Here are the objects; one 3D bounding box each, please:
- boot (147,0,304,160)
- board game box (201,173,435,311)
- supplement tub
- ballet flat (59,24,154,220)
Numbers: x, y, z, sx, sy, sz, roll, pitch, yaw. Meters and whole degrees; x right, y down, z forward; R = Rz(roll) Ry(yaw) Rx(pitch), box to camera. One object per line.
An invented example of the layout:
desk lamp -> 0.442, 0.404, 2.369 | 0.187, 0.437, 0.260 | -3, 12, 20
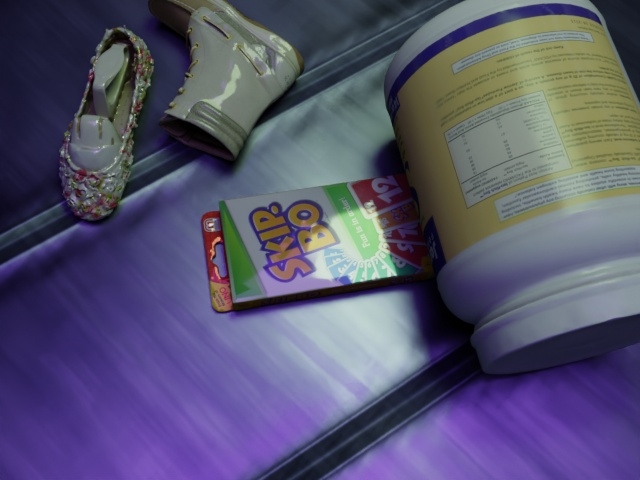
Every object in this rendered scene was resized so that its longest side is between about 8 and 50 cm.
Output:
boot -> -0.148, -0.204, 0.860 | 0.213, 0.077, 0.165 | 31, 72, 6
board game box -> 0.000, 0.000, 0.808 | 0.259, 0.039, 0.124 | -10, 68, -3
supplement tub -> 0.214, -0.055, 0.725 | 0.241, 0.241, 0.331 | -10, 69, -6
ballet flat -> -0.253, -0.144, 0.831 | 0.091, 0.077, 0.241 | 5, 69, -1
